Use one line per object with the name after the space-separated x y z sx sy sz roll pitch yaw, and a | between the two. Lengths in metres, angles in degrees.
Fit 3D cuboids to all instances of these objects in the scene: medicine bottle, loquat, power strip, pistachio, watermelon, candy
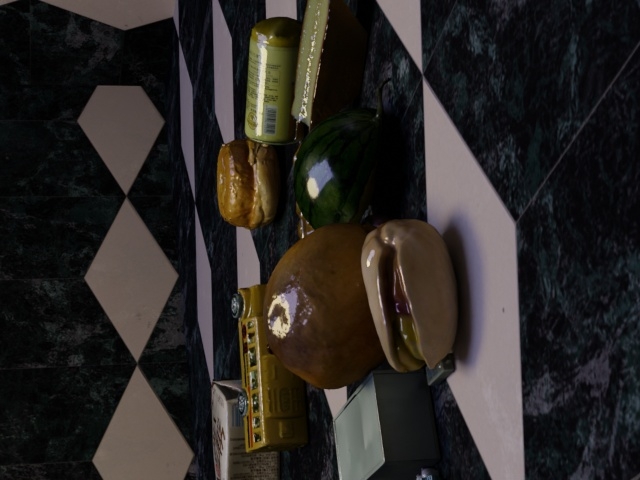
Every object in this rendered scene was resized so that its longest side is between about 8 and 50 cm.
-0.081 -0.310 2.267 0.124 0.124 0.239 -120 32 -62 | medicine bottle
0.026 0.089 1.643 0.193 0.238 0.238 35 143 15 | loquat
0.157 0.168 1.553 0.083 0.017 0.027 116 148 -64 | power strip
0.121 0.068 1.511 0.145 0.117 0.200 11 -118 -68 | pistachio
0.025 -0.110 1.778 0.232 0.127 0.204 103 -178 -45 | watermelon
0.087 0.012 1.767 0.103 0.043 0.103 -179 90 -77 | candy

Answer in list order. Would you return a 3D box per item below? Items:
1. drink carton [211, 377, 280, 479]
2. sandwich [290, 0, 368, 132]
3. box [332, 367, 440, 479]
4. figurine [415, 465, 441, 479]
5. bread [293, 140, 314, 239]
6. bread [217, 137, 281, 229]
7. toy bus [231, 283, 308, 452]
-0.169 0.481 2.647 0.194 0.132 0.324 -156 65 -76 | drink carton
0.019 -0.303 1.916 0.094 0.096 0.258 -121 33 -51 | sandwich
0.091 0.281 1.685 0.225 0.086 0.129 117 149 -61 | box
0.149 0.344 1.550 0.060 0.047 0.106 -40 32 24 | figurine
-0.001 0.000 2.049 0.084 0.077 0.367 141 127 -74 | bread
-0.155 -0.122 2.562 0.236 0.120 0.198 180 87 -76 | bread
-0.098 0.252 2.372 0.123 0.121 0.335 149 119 -64 | toy bus
